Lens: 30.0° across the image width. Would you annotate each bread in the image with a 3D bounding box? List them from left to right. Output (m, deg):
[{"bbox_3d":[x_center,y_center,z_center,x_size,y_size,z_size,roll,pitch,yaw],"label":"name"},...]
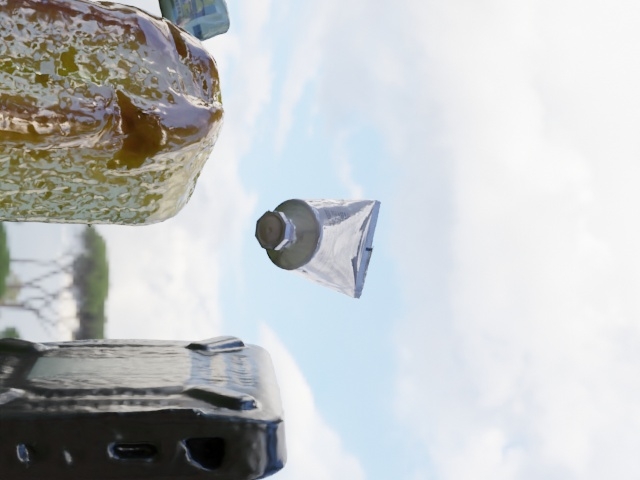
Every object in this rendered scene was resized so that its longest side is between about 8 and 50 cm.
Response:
[{"bbox_3d":[-0.164,-0.062,0.552,0.094,0.245,0.102,-64,-145,40],"label":"bread"}]

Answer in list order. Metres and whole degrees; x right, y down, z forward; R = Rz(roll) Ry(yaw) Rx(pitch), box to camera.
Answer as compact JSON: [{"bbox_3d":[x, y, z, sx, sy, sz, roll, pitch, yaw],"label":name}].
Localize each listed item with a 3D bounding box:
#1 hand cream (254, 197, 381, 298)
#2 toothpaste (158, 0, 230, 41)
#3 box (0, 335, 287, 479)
[{"bbox_3d":[0.000,0.000,0.937,0.053,0.142,0.084,14,-88,33],"label":"hand cream"},{"bbox_3d":[-0.138,-0.294,1.078,0.037,0.067,0.255,39,-31,50],"label":"toothpaste"},{"bbox_3d":[-0.178,0.139,1.025,0.289,0.290,0.073,-117,-153,-80],"label":"box"}]
